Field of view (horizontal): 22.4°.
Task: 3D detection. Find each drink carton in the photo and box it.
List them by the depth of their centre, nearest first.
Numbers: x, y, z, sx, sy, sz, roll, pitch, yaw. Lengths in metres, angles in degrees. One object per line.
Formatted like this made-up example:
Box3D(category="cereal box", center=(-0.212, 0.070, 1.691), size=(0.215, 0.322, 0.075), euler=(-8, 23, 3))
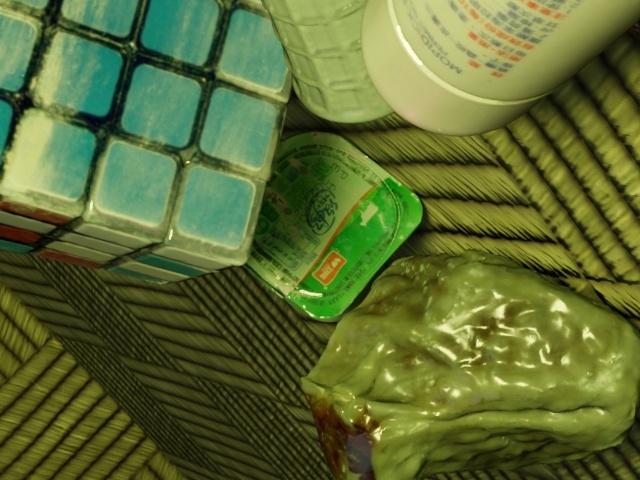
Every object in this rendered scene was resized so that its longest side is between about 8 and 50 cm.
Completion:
Box3D(category="drink carton", center=(0.000, 0.000, 1.462), size=(0.144, 0.146, 0.142), euler=(39, 170, 13))

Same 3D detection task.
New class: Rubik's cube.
Box3D(category="Rubik's cube", center=(-0.176, -0.119, 1.236), size=(0.256, 0.259, 0.253), euler=(16, 170, -19))

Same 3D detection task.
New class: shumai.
Box3D(category="shumai", center=(0.132, 0.139, 1.322), size=(0.261, 0.222, 0.225), euler=(12, 153, 29))

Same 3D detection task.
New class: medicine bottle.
Box3D(category="medicine bottle", center=(0.112, -0.151, 0.888), size=(0.130, 0.130, 0.341), euler=(43, 161, 0))

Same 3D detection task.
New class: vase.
Box3D(category="vase", center=(-0.016, -0.207, 1.034), size=(0.143, 0.143, 0.299), euler=(28, 159, 38))

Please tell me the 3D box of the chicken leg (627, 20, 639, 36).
Box3D(category="chicken leg", center=(0.203, -0.125, 0.933), size=(0.083, 0.021, 0.036), euler=(28, 147, 28))
